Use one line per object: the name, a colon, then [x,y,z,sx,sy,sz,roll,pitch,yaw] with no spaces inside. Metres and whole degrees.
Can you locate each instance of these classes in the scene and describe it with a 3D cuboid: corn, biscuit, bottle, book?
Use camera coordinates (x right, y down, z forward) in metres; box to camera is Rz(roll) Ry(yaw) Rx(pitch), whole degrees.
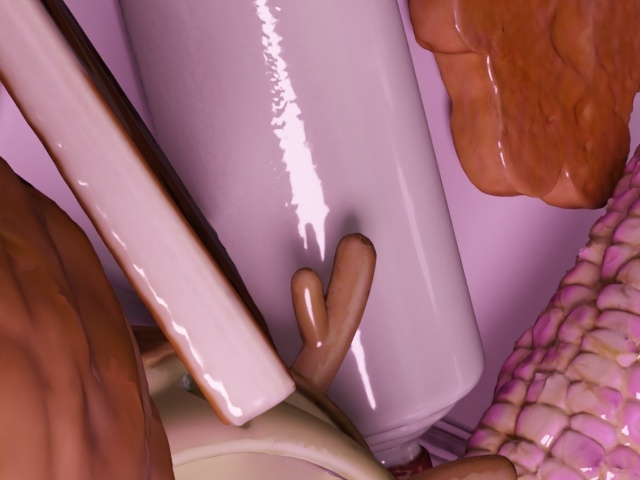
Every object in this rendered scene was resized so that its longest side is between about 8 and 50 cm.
corn: [0.152,0.046,0.878,0.335,0.127,0.126,-51,124,-30]
biscuit: [0.102,-0.158,0.935,0.202,0.044,0.288,-1,90,-49]
bottle: [0.000,0.000,0.770,0.104,0.104,0.245,-27,108,-45]
book: [-0.082,-0.064,0.553,0.020,0.295,0.208,-33,99,-2]

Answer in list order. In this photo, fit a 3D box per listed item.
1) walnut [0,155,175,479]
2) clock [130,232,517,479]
walnut: [-0.189,0.064,0.403,0.333,0.333,0.332,3,86,-48]
clock: [-0.054,0.141,0.658,0.308,0.096,0.235,-44,119,-21]
